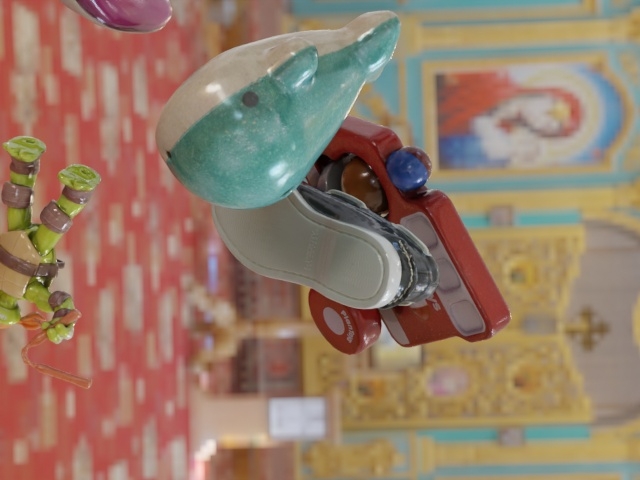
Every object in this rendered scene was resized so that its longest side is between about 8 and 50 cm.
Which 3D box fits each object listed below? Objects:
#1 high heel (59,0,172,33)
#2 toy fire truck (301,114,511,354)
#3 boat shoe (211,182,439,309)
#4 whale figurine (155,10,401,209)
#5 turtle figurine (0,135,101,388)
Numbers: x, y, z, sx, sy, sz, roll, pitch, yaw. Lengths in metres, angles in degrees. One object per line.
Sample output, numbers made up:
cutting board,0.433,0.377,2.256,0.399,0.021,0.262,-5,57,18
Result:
high heel,-0.246,-0.332,1.955,0.377,0.127,0.181,11,110,-61
toy fire truck,0.085,-0.014,2.165,0.254,0.169,0.302,-19,-81,60
boat shoe,0.000,0.000,1.998,0.302,0.091,0.114,34,-69,42
whale figurine,-0.027,-0.127,1.852,0.141,0.272,0.216,58,-23,10
turtle figurine,-0.298,0.017,1.944,0.087,0.269,0.217,-7,126,-55
